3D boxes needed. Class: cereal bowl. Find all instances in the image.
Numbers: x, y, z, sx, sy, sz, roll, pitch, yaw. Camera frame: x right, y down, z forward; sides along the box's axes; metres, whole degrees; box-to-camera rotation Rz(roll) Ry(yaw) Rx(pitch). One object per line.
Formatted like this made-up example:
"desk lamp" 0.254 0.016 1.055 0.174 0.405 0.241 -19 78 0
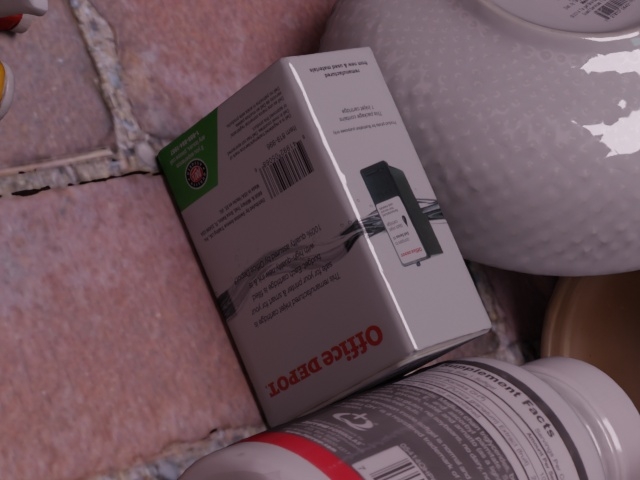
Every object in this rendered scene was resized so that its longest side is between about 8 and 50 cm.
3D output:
"cereal bowl" 0.165 -0.137 1.330 0.339 0.141 0.339 4 42 -3

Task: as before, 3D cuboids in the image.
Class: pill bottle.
"pill bottle" 0.067 0.173 1.160 0.319 0.176 0.176 -16 78 -45

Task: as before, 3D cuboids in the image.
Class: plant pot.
"plant pot" 0.292 0.087 1.391 0.110 0.237 0.237 3 63 -66

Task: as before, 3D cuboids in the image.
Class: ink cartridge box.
"ink cartridge box" 0.000 0.000 1.217 0.087 0.153 0.208 -13 77 -45

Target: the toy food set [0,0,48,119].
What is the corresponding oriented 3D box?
"toy food set" -0.200 -0.161 1.159 0.105 0.111 0.232 13 56 -36
